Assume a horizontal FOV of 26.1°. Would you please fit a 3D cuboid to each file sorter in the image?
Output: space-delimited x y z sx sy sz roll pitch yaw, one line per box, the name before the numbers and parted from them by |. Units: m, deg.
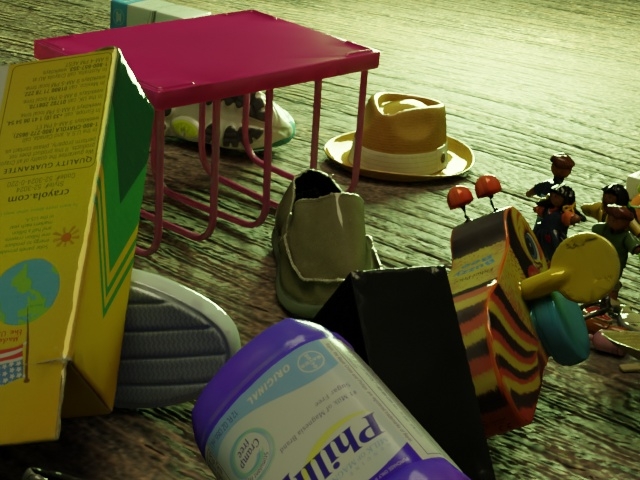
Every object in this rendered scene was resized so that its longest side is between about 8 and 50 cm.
file sorter | -0.117 -0.115 1.422 0.291 0.182 0.202 -17 30 -41

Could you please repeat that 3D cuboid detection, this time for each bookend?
bookend | 0.044 0.119 0.967 0.072 0.156 0.157 -3 -22 -20

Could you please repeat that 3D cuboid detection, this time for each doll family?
doll family | 0.248 -0.016 1.319 0.076 0.111 0.193 -5 19 -38

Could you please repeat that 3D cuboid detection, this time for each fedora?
fedora | 0.097 -0.131 1.651 0.194 0.079 0.194 3 21 -1

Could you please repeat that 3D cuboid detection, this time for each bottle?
bottle | 0.033 0.165 0.793 0.283 0.118 0.092 48 2 42

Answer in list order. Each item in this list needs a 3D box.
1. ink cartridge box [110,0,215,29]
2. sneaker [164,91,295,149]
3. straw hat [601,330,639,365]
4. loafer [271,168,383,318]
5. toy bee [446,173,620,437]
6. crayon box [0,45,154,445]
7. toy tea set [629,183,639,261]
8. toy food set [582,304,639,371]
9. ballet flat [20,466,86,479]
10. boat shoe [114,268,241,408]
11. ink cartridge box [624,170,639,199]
ink cartridge box | -0.213 -0.275 1.932 0.180 0.104 0.060 19 25 34
sneaker | -0.156 -0.163 1.700 0.275 0.107 0.110 21 7 27
straw hat | 0.278 0.116 1.065 0.145 0.061 0.144 13 6 -1
loafer | 0.000 0.000 1.275 0.094 0.087 0.251 -1 21 -14
toy bee | 0.131 0.038 1.092 0.195 0.162 0.298 -25 5 4
crayon box | -0.239 0.020 0.976 0.202 0.081 0.318 -6 55 14
toy tea set | 0.385 0.032 1.288 0.200 0.124 0.336 36 20 -1
toy food set | 0.266 0.079 1.214 0.078 0.019 0.122 -1 21 -14
ballet flat | -0.104 0.169 0.861 0.173 0.049 0.057 3 20 -17
boat shoe | -0.201 0.056 1.068 0.302 0.109 0.094 7 19 14
ink cartridge box | 0.386 -0.061 1.593 0.083 0.028 0.048 19 25 35
